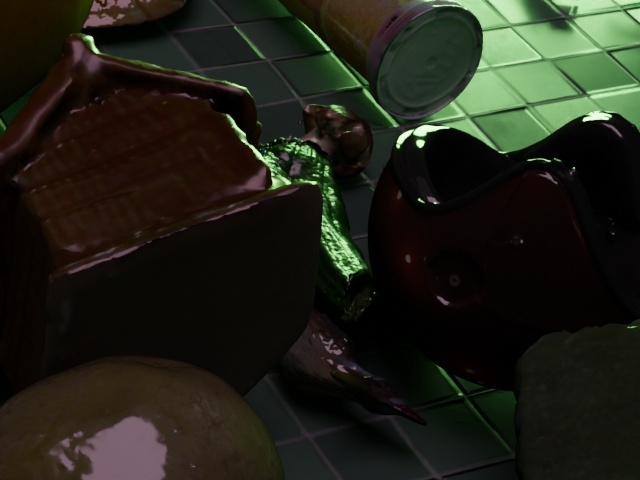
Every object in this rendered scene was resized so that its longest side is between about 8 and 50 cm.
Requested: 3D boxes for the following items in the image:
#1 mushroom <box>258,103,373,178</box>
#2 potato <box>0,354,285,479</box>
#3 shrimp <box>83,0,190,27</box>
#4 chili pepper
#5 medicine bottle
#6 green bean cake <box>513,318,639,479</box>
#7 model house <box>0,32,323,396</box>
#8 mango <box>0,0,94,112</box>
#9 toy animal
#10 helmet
[{"bbox_3d":[-0.050,-0.075,1.508,0.187,0.061,0.060,-3,43,-11],"label":"mushroom"},{"bbox_3d":[-0.117,0.163,1.076,0.178,0.160,0.235,3,50,21],"label":"potato"},{"bbox_3d":[-0.231,-0.225,1.669,0.267,0.061,0.145,-2,47,-20],"label":"shrimp"},{"bbox_3d":[-0.002,0.001,1.398,0.098,0.061,0.224,41,18,-37],"label":"chili pepper"},{"bbox_3d":[-0.022,-0.257,1.729,0.108,0.108,0.426,-15,40,-30],"label":"medicine bottle"},{"bbox_3d":[0.235,0.143,1.158,0.227,0.125,0.222,-15,36,16],"label":"green bean cake"},{"bbox_3d":[-0.133,0.007,1.244,0.219,0.199,0.229,-10,40,-21],"label":"model house"},{"bbox_3d":[-0.352,-0.179,1.436,0.300,0.232,0.446,27,47,12],"label":"mango"},{"bbox_3d":[-0.006,0.070,1.309,0.202,0.070,0.105,32,22,33],"label":"toy animal"},{"bbox_3d":[0.134,0.004,1.310,0.216,0.193,0.189,32,26,12],"label":"helmet"}]
